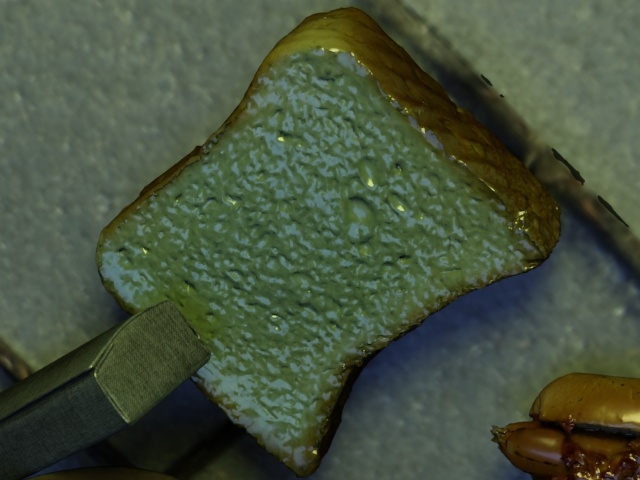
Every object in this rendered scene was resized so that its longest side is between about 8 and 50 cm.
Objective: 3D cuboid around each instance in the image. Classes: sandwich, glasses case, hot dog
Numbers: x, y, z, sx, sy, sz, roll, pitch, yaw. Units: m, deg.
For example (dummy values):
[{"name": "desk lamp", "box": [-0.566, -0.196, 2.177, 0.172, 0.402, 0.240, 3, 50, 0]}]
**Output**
[{"name": "sandwich", "box": [0.000, 0.000, 0.930, 0.186, 0.065, 0.214, 46, 116, -6]}, {"name": "glasses case", "box": [-0.146, 0.093, 0.967, 0.047, 0.071, 0.205, 54, 140, -6]}, {"name": "hot dog", "box": [0.214, 0.127, 0.917, 0.249, 0.076, 0.102, 6, 117, 13]}]

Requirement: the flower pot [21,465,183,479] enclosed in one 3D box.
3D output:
[{"name": "flower pot", "box": [-0.117, 0.284, 0.951, 0.266, 0.267, 0.267, 6, 126, 14]}]
